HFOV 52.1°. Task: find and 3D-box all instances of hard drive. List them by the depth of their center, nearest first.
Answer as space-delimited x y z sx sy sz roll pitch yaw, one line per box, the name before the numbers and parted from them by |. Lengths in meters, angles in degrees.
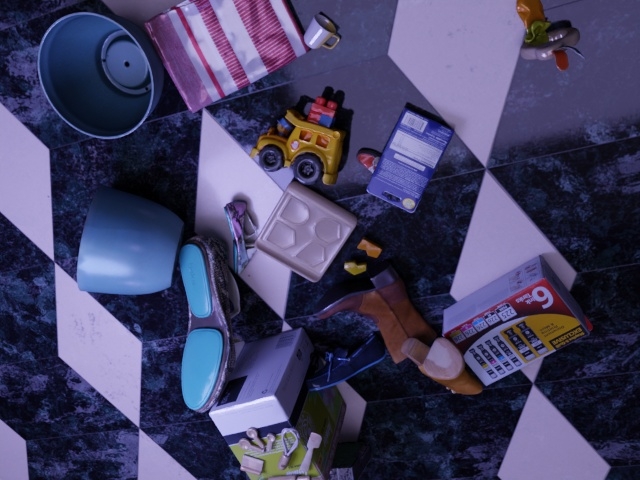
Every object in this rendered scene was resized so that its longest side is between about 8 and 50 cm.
hard drive | -0.032 0.693 2.031 0.338 0.237 0.064 -8 90 16

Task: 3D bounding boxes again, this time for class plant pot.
plant pot | -0.508 -0.422 1.614 0.292 0.196 0.293 5 117 10
plant pot | -0.504 0.017 1.790 0.235 0.293 0.293 12 119 -8

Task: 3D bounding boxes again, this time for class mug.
mug | -0.001 -0.482 1.544 0.078 0.062 0.064 43 125 -2

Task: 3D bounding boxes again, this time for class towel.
towel | -0.220 -0.480 1.553 0.329 0.037 0.237 -26 110 4

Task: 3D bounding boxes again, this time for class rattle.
rattle | 0.480 -0.445 1.368 0.130 0.200 0.143 0 116 13

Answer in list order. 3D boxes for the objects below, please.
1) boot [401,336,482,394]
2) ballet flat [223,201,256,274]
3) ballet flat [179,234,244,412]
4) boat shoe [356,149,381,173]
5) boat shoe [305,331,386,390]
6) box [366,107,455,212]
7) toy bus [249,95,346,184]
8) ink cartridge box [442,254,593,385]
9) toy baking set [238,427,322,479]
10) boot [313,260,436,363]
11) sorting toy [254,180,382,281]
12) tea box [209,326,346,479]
boot | 0.355 0.344 1.720 0.211 0.295 0.104 35 80 -17
ballet flat | -0.216 -0.006 1.829 0.079 0.077 0.222 -11 116 -11
ballet flat | -0.292 0.225 1.835 0.164 0.182 0.483 -4 89 34
boat shoe | 0.151 -0.184 1.663 0.137 0.043 0.049 31 121 -3
boat shoe | 0.062 0.342 1.873 0.109 0.258 0.089 -13 100 61
box | 0.218 -0.196 1.615 0.136 0.036 0.225 26 101 0
toy bus | -0.043 -0.258 1.626 0.220 0.149 0.212 18 105 7
ink cartridge box | 0.529 0.239 1.736 0.309 0.130 0.272 -35 105 25
toy baking set | -0.107 0.577 1.732 0.256 0.030 0.197 -8 114 17
boot | 0.151 0.227 1.836 0.264 0.096 0.280 -32 111 1
sorting toy | 0.000 0.000 1.795 0.307 0.041 0.229 30 113 -6
tea box | -0.108 0.491 1.896 0.219 0.329 0.324 -19 111 21
